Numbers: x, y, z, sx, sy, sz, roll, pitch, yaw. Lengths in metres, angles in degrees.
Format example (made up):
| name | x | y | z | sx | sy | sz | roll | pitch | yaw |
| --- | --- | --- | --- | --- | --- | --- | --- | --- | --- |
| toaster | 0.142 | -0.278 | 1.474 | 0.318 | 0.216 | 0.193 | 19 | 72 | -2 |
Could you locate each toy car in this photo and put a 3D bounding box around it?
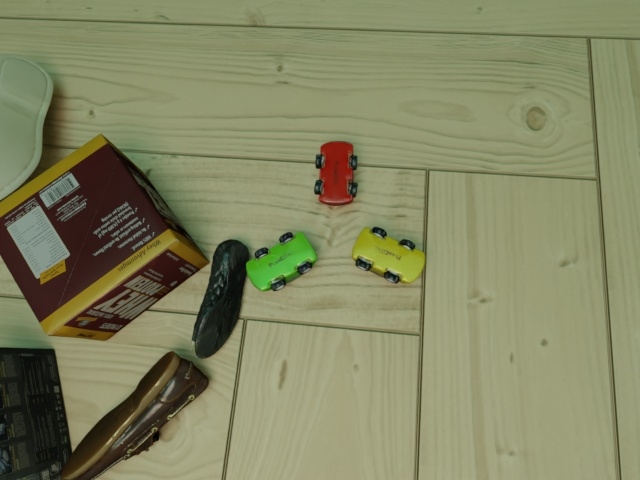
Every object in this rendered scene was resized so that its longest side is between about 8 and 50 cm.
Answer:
| name | x | y | z | sx | sy | sz | roll | pitch | yaw |
| --- | --- | --- | --- | --- | --- | --- | --- | --- | --- |
| toy car | 0.000 | 0.000 | 0.635 | 0.225 | 0.053 | 0.239 | -30 | 74 | -4 |

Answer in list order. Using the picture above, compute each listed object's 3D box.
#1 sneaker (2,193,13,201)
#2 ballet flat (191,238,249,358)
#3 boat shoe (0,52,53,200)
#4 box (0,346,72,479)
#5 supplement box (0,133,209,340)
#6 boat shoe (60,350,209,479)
| name | x | y | z | sx | sy | sz | roll | pitch | yaw |
| --- | --- | --- | --- | --- | --- | --- | --- | --- | --- |
| sneaker | -0.539 | -0.076 | 0.691 | 0.083 | 0.098 | 0.224 | -37 | 98 | -27 |
| ballet flat | -0.143 | 0.082 | 0.633 | 0.049 | 0.057 | 0.173 | 0 | 69 | 46 |
| boat shoe | -0.474 | -0.149 | 0.649 | 0.091 | 0.109 | 0.305 | -34 | 46 | 30 |
| box | -0.381 | 0.245 | 0.527 | 0.059 | 0.183 | 0.233 | -20 | 75 | -2 |
| supplement box | -0.301 | 0.002 | 0.615 | 0.191 | 0.129 | 0.194 | -38 | 76 | -7 |
| boat shoe | -0.236 | 0.241 | 0.577 | 0.207 | 0.073 | 0.073 | -43 | 116 | -2 |
